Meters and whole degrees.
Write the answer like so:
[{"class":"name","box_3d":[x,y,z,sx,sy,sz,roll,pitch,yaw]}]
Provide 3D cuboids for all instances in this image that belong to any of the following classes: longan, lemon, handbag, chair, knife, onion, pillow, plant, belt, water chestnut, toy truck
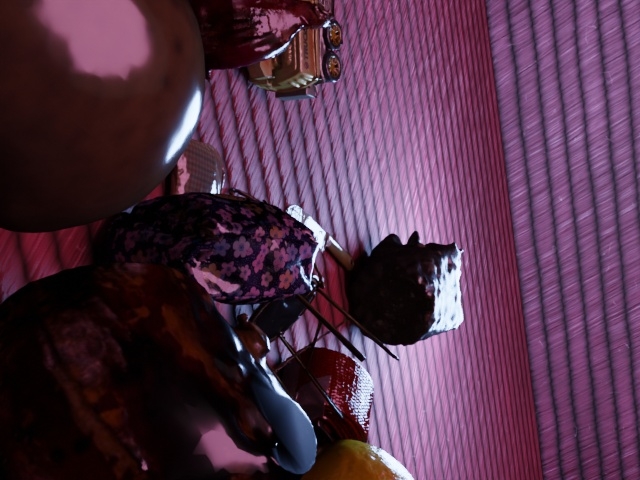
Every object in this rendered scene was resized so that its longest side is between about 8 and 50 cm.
[{"class":"longan","box_3d":[-0.250,-0.162,0.991,0.350,0.288,0.288,44,47,-53]},{"class":"lemon","box_3d":[0.034,0.408,1.690,0.219,0.240,0.240,61,20,8]},{"class":"handbag","box_3d":[-0.132,0.006,1.343,0.229,0.208,0.126,-1,101,-52]},{"class":"chair","box_3d":[-0.048,0.095,1.660,0.325,0.170,0.160,47,15,22]},{"class":"knife","box_3d":[0.002,0.000,1.954,0.298,0.017,0.047,47,50,-59]},{"class":"onion","box_3d":[-0.089,-0.307,1.528,0.173,0.198,0.135,-89,161,-68]},{"class":"pillow","box_3d":[-0.165,-0.031,1.508,0.135,0.034,0.211,22,68,-68]},{"class":"plant","box_3d":[0.177,0.091,2.155,0.276,0.188,0.199,-27,113,-67]},{"class":"belt","box_3d":[0.010,0.260,1.781,0.201,0.128,0.124,61,32,-50]},{"class":"water chestnut","box_3d":[-0.200,0.196,1.095,0.335,0.347,0.335,51,4,-5]},{"class":"toy truck","box_3d":[-0.053,-0.355,1.729,0.157,0.124,0.272,6,84,-58]}]
